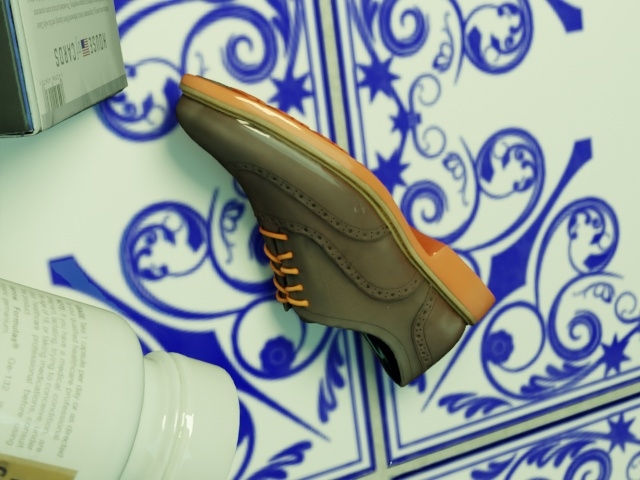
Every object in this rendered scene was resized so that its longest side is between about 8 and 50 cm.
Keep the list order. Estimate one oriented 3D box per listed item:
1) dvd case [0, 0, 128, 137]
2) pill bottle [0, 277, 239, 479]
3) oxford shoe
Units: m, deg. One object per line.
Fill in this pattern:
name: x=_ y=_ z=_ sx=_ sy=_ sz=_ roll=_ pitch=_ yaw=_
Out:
dvd case: x=-0.150 y=-0.183 z=0.611 sx=0.029 sy=0.179 sz=0.239 roll=-6 pitch=103 yaw=6
pill bottle: x=-0.168 y=0.092 z=0.668 sx=0.229 sy=0.131 sz=0.131 roll=20 pitch=90 yaw=-28
oxford shoe: x=0.000 y=0.000 z=0.761 sx=0.271 sy=0.097 sz=0.098 roll=40 pitch=86 yaw=-27
